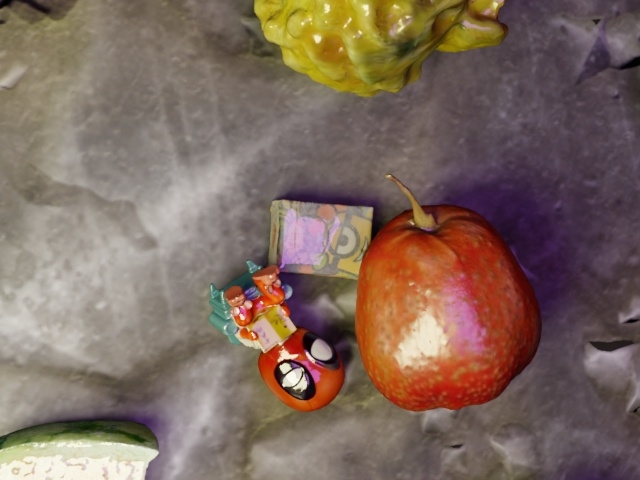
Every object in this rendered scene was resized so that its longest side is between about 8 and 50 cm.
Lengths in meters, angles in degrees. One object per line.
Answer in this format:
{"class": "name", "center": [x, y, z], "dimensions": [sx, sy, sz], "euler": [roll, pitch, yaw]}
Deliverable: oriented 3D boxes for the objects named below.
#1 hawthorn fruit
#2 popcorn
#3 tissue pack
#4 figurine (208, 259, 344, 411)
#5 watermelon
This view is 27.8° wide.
{"class": "hawthorn fruit", "center": [0.095, 0.031, 1.039], "dimensions": [0.162, 0.162, 0.203], "euler": [-14, 104, -19]}
{"class": "popcorn", "center": [0.048, -0.221, 1.030], "dimensions": [0.189, 0.218, 0.169], "euler": [-11, 48, -35]}
{"class": "tissue pack", "center": [0.000, 0.000, 1.073], "dimensions": [0.083, 0.035, 0.063], "euler": [4, 89, -20]}
{"class": "figurine", "center": [-0.033, 0.084, 1.042], "dimensions": [0.068, 0.075, 0.140], "euler": [-38, 112, -18]}
{"class": "watermelon", "center": [-0.166, 0.197, 0.983], "dimensions": [0.121, 0.098, 0.158], "euler": [-27, 94, -3]}
